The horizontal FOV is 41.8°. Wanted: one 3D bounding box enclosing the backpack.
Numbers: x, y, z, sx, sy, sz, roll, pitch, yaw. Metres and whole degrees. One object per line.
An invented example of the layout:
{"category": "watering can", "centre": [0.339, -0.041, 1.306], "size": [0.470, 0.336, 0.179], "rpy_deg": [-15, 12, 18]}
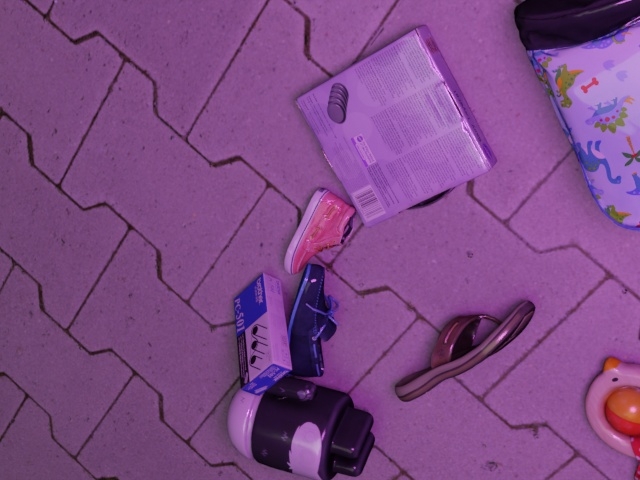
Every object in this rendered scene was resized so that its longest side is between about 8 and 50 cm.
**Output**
{"category": "backpack", "centre": [0.451, -0.184, 1.140], "size": [0.290, 0.273, 0.355], "rpy_deg": [-14, 121, 24]}

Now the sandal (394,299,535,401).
{"category": "sandal", "centre": [0.231, 0.182, 1.432], "size": [0.303, 0.120, 0.086], "rpy_deg": [-36, 78, 30]}

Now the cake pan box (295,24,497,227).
{"category": "cake pan box", "centre": [0.125, -0.177, 1.372], "size": [0.246, 0.070, 0.267], "rpy_deg": [-27, 96, 32]}

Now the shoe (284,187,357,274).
{"category": "shoe", "centre": [0.000, 0.000, 1.494], "size": [0.081, 0.063, 0.178], "rpy_deg": [31, 114, 16]}

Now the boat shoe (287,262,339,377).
{"category": "boat shoe", "centre": [-0.009, 0.147, 1.544], "size": [0.089, 0.109, 0.258], "rpy_deg": [13, 133, 4]}

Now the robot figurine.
{"category": "robot figurine", "centre": [-0.040, 0.349, 1.581], "size": [0.278, 0.173, 0.209], "rpy_deg": [11, 94, 20]}

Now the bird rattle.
{"category": "bird rattle", "centre": [0.533, 0.289, 1.354], "size": [0.207, 0.143, 0.253], "rpy_deg": [24, 130, 27]}

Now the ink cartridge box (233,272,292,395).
{"category": "ink cartridge box", "centre": [-0.108, 0.170, 1.536], "size": [0.046, 0.207, 0.097], "rpy_deg": [26, 127, -33]}
